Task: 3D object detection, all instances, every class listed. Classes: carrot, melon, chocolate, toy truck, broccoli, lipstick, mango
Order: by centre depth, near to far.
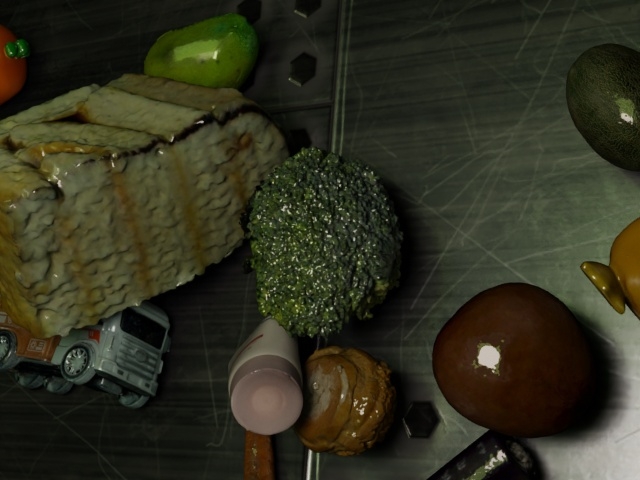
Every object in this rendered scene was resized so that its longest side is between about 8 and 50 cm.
[{"bbox_3d":[0.213,0.132,1.294,0.177,0.177,0.177,-9,72,30],"label":"chocolate"},{"bbox_3d":[0.335,-0.142,1.321,0.114,0.114,0.167,-40,57,17],"label":"melon"},{"bbox_3d":[0.111,0.323,1.351,0.300,0.081,0.081,-44,58,14],"label":"lipstick"},{"bbox_3d":[0.000,-0.003,1.462,0.226,0.198,0.176,-122,33,-58],"label":"broccoli"},{"bbox_3d":[-0.077,0.269,1.505,0.047,0.047,0.191,-15,68,28],"label":"carrot"},{"bbox_3d":[-0.160,-0.238,1.653,0.178,0.119,0.100,-31,44,23],"label":"mango"},{"bbox_3d":[-0.348,0.123,1.665,0.305,0.136,0.162,4,70,35],"label":"toy truck"}]

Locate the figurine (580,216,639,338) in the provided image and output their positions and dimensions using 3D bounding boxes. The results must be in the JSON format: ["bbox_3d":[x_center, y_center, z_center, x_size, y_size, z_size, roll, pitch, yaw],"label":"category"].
[{"bbox_3d":[0.393,0.010,1.211,0.228,0.215,0.215,-38,59,31],"label":"figurine"}]

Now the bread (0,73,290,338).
[{"bbox_3d":[-0.262,-0.080,1.559,0.395,0.239,0.264,-28,40,-23],"label":"bread"}]

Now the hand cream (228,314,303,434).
[{"bbox_3d":[-0.067,0.142,1.459,0.133,0.083,0.248,-49,15,8],"label":"hand cream"}]

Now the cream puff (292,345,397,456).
[{"bbox_3d":[0.032,0.190,1.420,0.144,0.103,0.126,-8,68,59],"label":"cream puff"}]

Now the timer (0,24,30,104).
[{"bbox_3d":[-0.506,-0.279,1.894,0.136,0.099,0.136,-1,89,32],"label":"timer"}]
